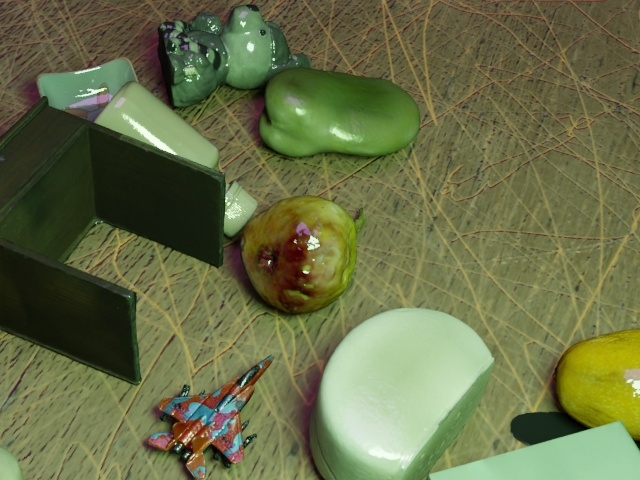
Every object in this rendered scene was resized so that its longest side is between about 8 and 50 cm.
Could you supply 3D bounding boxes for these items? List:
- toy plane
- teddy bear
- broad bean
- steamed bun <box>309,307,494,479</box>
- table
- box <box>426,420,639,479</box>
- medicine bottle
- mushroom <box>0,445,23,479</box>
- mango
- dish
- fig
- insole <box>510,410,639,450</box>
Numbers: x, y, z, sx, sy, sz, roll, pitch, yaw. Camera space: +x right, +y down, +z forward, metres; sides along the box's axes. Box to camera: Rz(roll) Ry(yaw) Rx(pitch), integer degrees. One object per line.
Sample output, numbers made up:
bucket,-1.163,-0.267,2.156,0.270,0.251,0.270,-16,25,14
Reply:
toy plane,-0.117,0.206,1.372,0.130,0.061,0.189,31,47,22
teddy bear,-0.155,-0.312,1.805,0.251,0.144,0.171,-19,37,-26
broad bean,0.027,-0.196,1.745,0.263,0.121,0.189,4,39,-23
steamed bun,0.083,0.190,1.346,0.164,0.146,0.241,35,52,18
table,-0.302,-0.002,1.456,0.282,0.196,0.250,21,47,13
box,0.222,0.325,1.180,0.225,0.225,0.117,-12,49,-16
medicine bottle,-0.202,-0.106,1.573,0.252,0.114,0.114,39,48,-11
mushroom,-0.369,0.317,1.174,0.215,0.207,0.207,34,43,-21
mango,0.440,0.179,1.399,0.294,0.120,0.177,1,20,2
dish,-0.331,-0.174,1.695,0.151,0.077,0.212,-16,52,-17
fig,0.000,0.000,1.544,0.159,0.159,0.257,28,31,20
insole,0.333,0.249,1.415,0.188,0.004,0.064,10,47,3
